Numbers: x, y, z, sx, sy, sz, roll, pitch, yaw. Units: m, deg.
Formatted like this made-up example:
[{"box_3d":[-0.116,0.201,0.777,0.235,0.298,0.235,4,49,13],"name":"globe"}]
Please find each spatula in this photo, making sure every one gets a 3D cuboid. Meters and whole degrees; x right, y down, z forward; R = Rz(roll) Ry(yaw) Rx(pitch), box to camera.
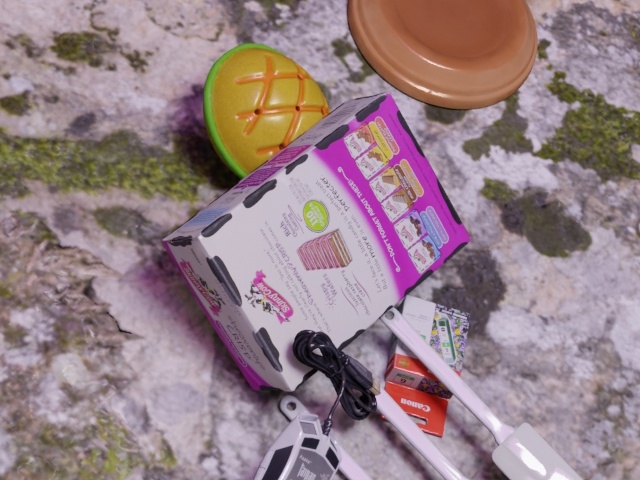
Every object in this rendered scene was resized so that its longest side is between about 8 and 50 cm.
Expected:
[{"box_3d":[0.090,0.180,1.483,0.168,0.019,0.242,-41,76,-15],"name":"spatula"}]

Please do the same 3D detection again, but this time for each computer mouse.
[{"box_3d":[-0.019,0.177,1.434,0.106,0.042,0.193,42,66,-42],"name":"computer mouse"}]

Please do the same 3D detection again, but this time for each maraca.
[{"box_3d":[-0.035,-0.092,1.589,0.127,0.099,0.185,-43,106,-31],"name":"maraca"}]

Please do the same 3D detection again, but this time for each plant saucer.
[{"box_3d":[0.127,-0.223,1.753,0.200,0.037,0.200,8,58,-13],"name":"plant saucer"}]

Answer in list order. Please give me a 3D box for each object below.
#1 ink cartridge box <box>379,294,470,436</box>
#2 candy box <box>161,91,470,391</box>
[{"box_3d":[0.092,0.109,1.545,0.063,0.029,0.115,17,56,-7],"name":"ink cartridge box"},{"box_3d":[0.000,0.000,1.509,0.233,0.071,0.159,-38,107,-29],"name":"candy box"}]
